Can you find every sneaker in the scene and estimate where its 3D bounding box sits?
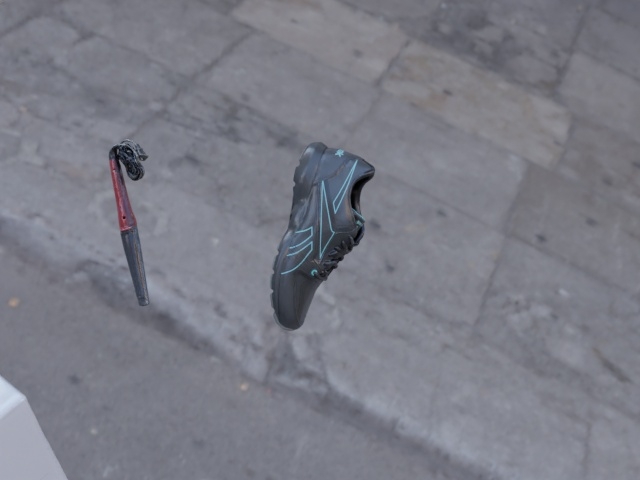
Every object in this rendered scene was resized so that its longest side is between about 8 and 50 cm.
[{"bbox_3d":[0.000,0.000,1.601,0.106,0.267,0.101,13,2,11],"label":"sneaker"}]

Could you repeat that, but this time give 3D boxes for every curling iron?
[{"bbox_3d":[-0.304,-0.030,1.862,0.068,0.274,0.035,-8,-5,37],"label":"curling iron"}]

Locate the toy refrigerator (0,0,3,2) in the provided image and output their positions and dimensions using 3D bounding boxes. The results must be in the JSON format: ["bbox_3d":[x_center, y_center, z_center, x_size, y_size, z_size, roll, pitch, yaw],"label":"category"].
[{"bbox_3d":[-0.450,-0.281,1.269,0.269,0.094,0.102,-43,110,-50],"label":"toy refrigerator"}]

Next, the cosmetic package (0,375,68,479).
[{"bbox_3d":[-0.405,0.356,1.353,0.230,0.453,0.161,-38,48,-26],"label":"cosmetic package"}]
